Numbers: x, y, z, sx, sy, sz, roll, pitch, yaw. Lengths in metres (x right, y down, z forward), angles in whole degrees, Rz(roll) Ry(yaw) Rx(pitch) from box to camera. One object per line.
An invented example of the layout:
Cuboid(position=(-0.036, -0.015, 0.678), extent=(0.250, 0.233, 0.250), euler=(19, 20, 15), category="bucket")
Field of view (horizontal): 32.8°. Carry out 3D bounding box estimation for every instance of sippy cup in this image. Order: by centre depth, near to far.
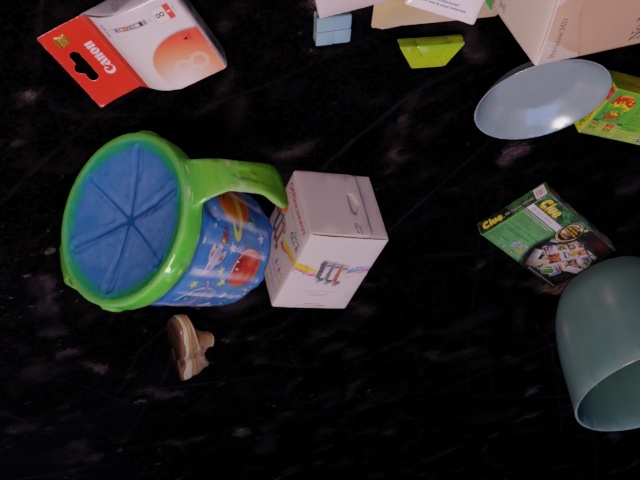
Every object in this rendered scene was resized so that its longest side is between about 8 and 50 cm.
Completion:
Cuboid(position=(-0.192, -0.007, 1.479), extent=(0.305, 0.240, 0.224), euler=(14, 177, 38), category="sippy cup")

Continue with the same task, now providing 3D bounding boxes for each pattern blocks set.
Cuboid(position=(0.153, -0.324, 1.328), extent=(0.325, 0.026, 0.285), euler=(-3, 142, -17), category="pattern blocks set")

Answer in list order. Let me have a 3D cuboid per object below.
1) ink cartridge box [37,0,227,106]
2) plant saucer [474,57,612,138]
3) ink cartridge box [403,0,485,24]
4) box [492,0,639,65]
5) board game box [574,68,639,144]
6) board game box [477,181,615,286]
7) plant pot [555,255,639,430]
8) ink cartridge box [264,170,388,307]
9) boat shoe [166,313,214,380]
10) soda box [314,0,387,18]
Cuboid(position=(-0.224, -0.227, 1.305), extent=(0.179, 0.045, 0.145), euler=(-26, 143, 10), category="ink cartridge box")
Cuboid(position=(0.306, -0.208, 1.517), extent=(0.195, 0.037, 0.195), euler=(-10, 155, -5), category="plant saucer")
Cuboid(position=(0.153, -0.359, 1.140), extent=(0.087, 0.153, 0.208), euler=(13, 125, -17), category="ink cartridge box")
Cuboid(position=(0.377, -0.324, 1.295), extent=(0.311, 0.121, 0.148), euler=(-15, 146, -15), category="box")
Cuboid(position=(0.470, -0.191, 1.612), extent=(0.181, 0.043, 0.092), euler=(8, 138, -29), category="board game box")
Cuboid(position=(0.388, -0.005, 1.847), extent=(0.136, 0.030, 0.260), euler=(-31, 142, 24), category="board game box")
Cuboid(position=(0.561, 0.171, 1.970), extent=(0.293, 0.235, 0.293), euler=(-10, 145, -7), category="plant pot")
Cuboid(position=(0.000, 0.000, 1.621), extent=(0.127, 0.128, 0.176), euler=(4, 139, -25), category="ink cartridge box")
Cuboid(position=(-0.215, 0.171, 1.836), extent=(0.072, 0.068, 0.190), euler=(-20, 156, -15), category="boat shoe")
Cuboid(position=(0.010, -0.377, 1.120), extent=(0.091, 0.098, 0.286), euler=(-14, 139, 0), category="soda box")
